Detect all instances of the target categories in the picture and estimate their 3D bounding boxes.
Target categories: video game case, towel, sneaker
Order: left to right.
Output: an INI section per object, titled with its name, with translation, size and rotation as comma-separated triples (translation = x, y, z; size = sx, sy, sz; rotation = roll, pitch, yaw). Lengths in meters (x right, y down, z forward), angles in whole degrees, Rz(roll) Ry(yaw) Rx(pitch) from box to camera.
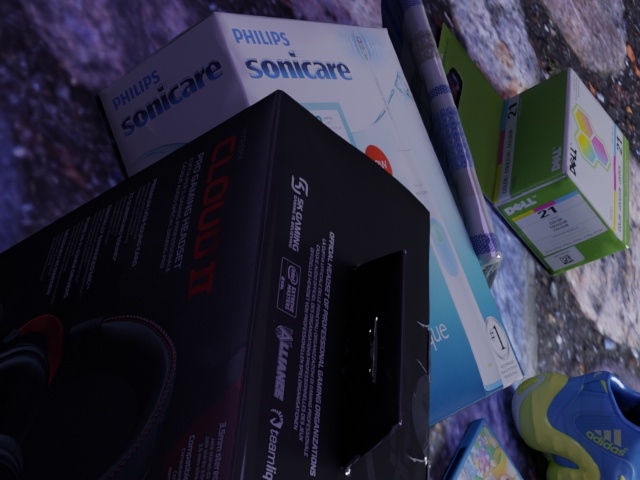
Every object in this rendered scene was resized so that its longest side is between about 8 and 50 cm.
[towel]
translation = 0.098, -0.087, 0.942
size = 0.209, 0.034, 0.285
rotation = 75, 0, -77
[video game case]
translation = 0.138, 0.243, 0.895
size = 0.119, 0.015, 0.166
rotation = 58, 35, -11
[sneaker]
translation = 0.283, 0.220, 1.004
size = 0.240, 0.126, 0.091
rotation = 54, 36, -15

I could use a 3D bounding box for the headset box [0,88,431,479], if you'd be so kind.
[headset box]
translation = -0.074, 0.086, 0.465
size = 0.110, 0.293, 0.218
rotation = 36, 44, -35

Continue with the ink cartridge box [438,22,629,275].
[ink cartridge box]
translation = 0.232, -0.116, 1.172
size = 0.255, 0.097, 0.189
rotation = 45, 39, -28

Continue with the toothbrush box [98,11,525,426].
[toothbrush box]
translation = 0.000, 0.000, 0.767
size = 0.216, 0.126, 0.296
rotation = -9, 76, -55
